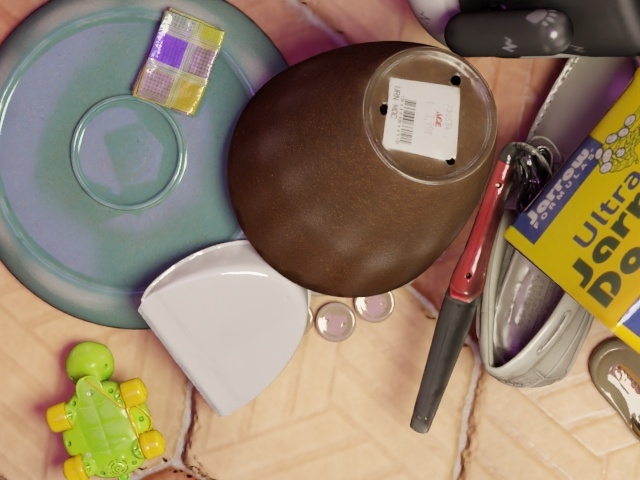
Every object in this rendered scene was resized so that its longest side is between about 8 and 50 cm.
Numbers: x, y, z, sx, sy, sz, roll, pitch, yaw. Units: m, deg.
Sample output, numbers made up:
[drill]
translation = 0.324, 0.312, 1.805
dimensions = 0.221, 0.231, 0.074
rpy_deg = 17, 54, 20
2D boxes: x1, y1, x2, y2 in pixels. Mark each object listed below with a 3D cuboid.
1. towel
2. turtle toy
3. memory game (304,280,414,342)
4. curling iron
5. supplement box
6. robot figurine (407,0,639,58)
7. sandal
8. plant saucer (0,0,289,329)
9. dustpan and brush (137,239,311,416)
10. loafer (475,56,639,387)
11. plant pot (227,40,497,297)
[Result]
[towel]
translation = -0.122, -0.153, 1.502
dimensions = 0.060, 0.009, 0.083
rpy_deg = 24, 94, 6
[turtle toy]
translation = -0.193, 0.153, 1.546
dimensions = 0.095, 0.066, 0.130
rpy_deg = -18, 91, 3
[memory game]
translation = 0.000, 0.000, 1.551
dimensions = 0.186, 0.012, 0.186
rpy_deg = 0, 93, 4
[curling iron]
translation = 0.131, 0.040, 1.435
dimensions = 0.068, 0.035, 0.274
rpy_deg = 36, 109, 36
[supplement box]
translation = 0.355, 0.046, 1.364
dimensions = 0.356, 0.195, 0.194
rpy_deg = 35, 96, -28
[robot figurine]
translation = 0.199, -0.232, 1.414
dimensions = 0.278, 0.209, 0.174
rpy_deg = 3, 93, 32
[sandal]
translation = 0.308, 0.157, 1.518
dimensions = 0.180, 0.049, 0.072
rpy_deg = 43, 95, 1
[plant saucer]
translation = -0.168, -0.078, 1.537
dimensions = 0.317, 0.044, 0.318
rpy_deg = 0, 92, 7
[dustpan and brush]
translation = -0.038, 0.041, 1.517
dimensions = 0.211, 0.060, 0.147
rpy_deg = -31, 116, 5
[loafer]
translation = 0.209, -0.028, 1.474
dimensions = 0.112, 0.111, 0.320
rpy_deg = 15, 94, 27
[plant pot]
translation = 0.052, -0.074, 1.400
dimensions = 0.215, 0.230, 0.215
rpy_deg = 2, 80, -14
